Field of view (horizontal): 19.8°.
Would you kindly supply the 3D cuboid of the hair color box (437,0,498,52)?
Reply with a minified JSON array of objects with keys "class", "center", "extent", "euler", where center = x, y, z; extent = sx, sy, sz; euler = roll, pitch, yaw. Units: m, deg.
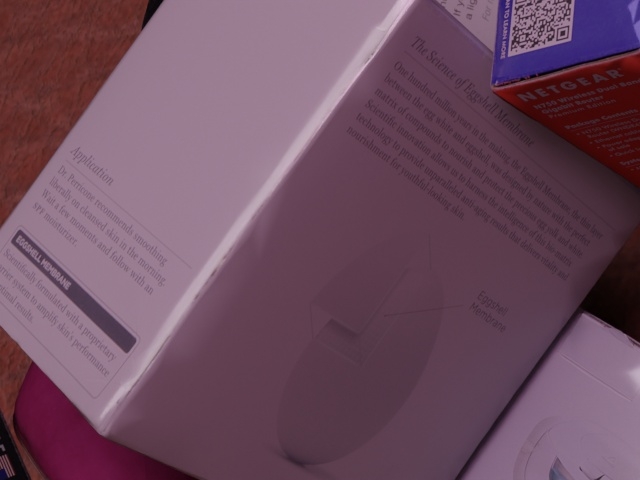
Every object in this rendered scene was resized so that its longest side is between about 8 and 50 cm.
[{"class":"hair color box","center":[0.062,-0.204,1.106],"extent":[0.374,0.114,0.185],"euler":[23,105,38]}]

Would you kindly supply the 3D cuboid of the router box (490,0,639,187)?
[{"class":"router box","center":[0.217,-0.172,0.894],"extent":[0.082,0.301,0.335],"euler":[-11,62,41]}]

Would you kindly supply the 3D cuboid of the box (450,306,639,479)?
[{"class":"box","center":[0.114,0.157,0.929],"extent":[0.262,0.127,0.231],"euler":[33,89,40]}]

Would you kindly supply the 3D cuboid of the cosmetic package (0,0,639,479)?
[{"class":"cosmetic package","center":[0.000,0.000,0.857],"extent":[0.224,0.224,0.138],"euler":[-53,47,2]}]

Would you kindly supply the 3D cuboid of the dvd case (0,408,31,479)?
[{"class":"dvd case","center":[-0.161,0.201,1.043],"extent":[0.030,0.238,0.179],"euler":[-21,51,-15]}]

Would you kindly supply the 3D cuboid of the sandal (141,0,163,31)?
[{"class":"sandal","center":[-0.080,-0.212,1.296],"extent":[0.067,0.040,0.179],"euler":[22,97,44]}]

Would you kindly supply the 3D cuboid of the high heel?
[{"class":"high heel","center":[-0.085,0.039,1.049],"extent":[0.181,0.127,0.377],"euler":[-56,26,10]}]
